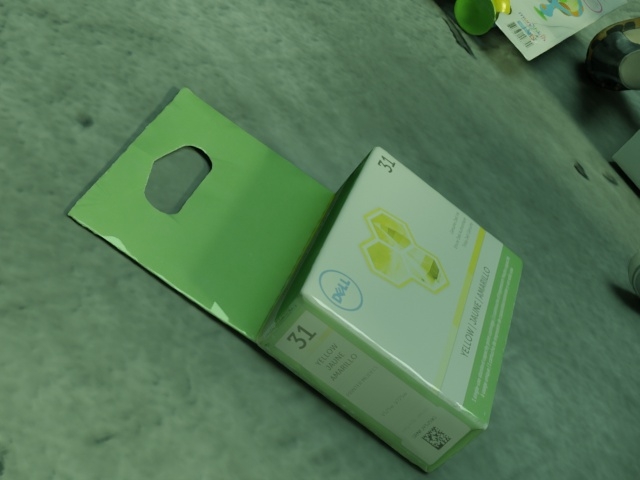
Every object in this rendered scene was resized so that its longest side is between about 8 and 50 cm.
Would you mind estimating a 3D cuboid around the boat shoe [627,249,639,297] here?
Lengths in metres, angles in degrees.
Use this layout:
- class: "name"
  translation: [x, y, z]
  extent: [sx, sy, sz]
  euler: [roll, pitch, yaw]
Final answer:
- class: "boat shoe"
  translation: [0.308, 0.070, 0.865]
  extent: [0.184, 0.066, 0.063]
  euler: [38, 31, -20]

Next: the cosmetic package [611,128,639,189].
- class: "cosmetic package"
  translation: [0.478, -0.017, 1.095]
  extent: [0.377, 0.097, 0.284]
  euler: [-10, 59, -49]

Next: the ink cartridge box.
- class: "ink cartridge box"
  translation: [0.000, 0.000, 0.646]
  extent: [0.235, 0.056, 0.171]
  euler: [38, 34, -7]

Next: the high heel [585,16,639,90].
- class: "high heel"
  translation: [0.390, -0.196, 1.093]
  extent: [0.186, 0.261, 0.093]
  euler: [-82, 161, -77]

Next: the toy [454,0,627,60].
- class: "toy"
  translation: [0.197, -0.243, 1.122]
  extent: [0.137, 0.056, 0.237]
  euler: [49, 39, 7]
